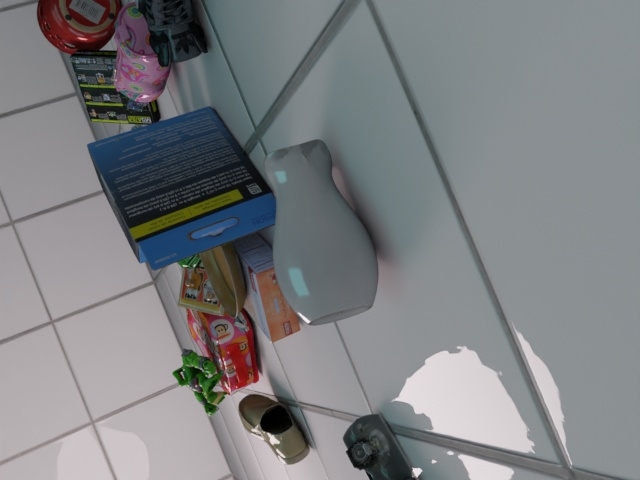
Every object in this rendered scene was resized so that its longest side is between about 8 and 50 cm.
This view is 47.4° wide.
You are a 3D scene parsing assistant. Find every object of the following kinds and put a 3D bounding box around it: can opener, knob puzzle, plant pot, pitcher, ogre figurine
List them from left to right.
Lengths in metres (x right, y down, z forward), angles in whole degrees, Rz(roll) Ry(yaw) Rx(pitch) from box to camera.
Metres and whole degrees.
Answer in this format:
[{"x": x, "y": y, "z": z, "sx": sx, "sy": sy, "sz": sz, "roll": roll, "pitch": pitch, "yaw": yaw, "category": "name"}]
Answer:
[{"x": -0.588, "y": -0.566, "z": 1.796, "sx": 0.174, "sy": 0.191, "sz": 0.191, "roll": 4, "pitch": 115, "yaw": 60, "category": "plant pot"}, {"x": -0.298, "y": 0.340, "z": 1.800, "sx": 0.118, "sy": 0.097, "sz": 0.197, "roll": 37, "pitch": 161, "yaw": 27, "category": "ogre figurine"}, {"x": -0.276, "y": 0.071, "z": 1.720, "sx": 0.213, "sy": 0.030, "sz": 0.213, "roll": -10, "pitch": 75, "yaw": 42, "category": "knob puzzle"}, {"x": -0.193, "y": 0.033, "z": 1.392, "sx": 0.236, "sy": 0.032, "sz": 0.236, "roll": 54, "pitch": 157, "yaw": 37, "category": "plant pot"}, {"x": 0.000, "y": 0.000, "z": 0.924, "sx": 0.178, "sy": 0.125, "sz": 0.207, "roll": 58, "pitch": -164, "yaw": -75, "category": "pitcher"}, {"x": 0.129, "y": 0.388, "z": 1.082, "sx": 0.283, "sy": 0.076, "sz": 0.095, "roll": 58, "pitch": -169, "yaw": 26, "category": "can opener"}]

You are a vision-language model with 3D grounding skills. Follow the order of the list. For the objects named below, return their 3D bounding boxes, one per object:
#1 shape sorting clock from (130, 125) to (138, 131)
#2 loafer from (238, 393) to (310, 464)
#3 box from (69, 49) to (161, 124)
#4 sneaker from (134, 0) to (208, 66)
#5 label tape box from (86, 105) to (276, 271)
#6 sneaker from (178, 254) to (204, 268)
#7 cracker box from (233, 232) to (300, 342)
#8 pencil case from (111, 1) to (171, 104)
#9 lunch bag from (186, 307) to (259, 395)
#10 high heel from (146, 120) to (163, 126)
[{"x": -0.538, "y": -0.248, "z": 2.227, "sx": 0.206, "sy": 0.040, "sz": 0.206, "roll": 54, "pitch": 157, "yaw": 35, "category": "shape sorting clock"}, {"x": -0.115, "y": 0.427, "z": 1.738, "sx": 0.268, "sy": 0.102, "sz": 0.092, "roll": 25, "pitch": 133, "yaw": 51, "category": "loafer"}, {"x": -0.509, "y": -0.380, "z": 1.813, "sx": 0.045, "sy": 0.190, "sz": 0.184, "roll": -66, "pitch": -25, "yaw": -46, "category": "box"}, {"x": -0.235, "y": -0.370, "z": 1.169, "sx": 0.268, "sy": 0.101, "sz": 0.153, "roll": -173, "pitch": 61, "yaw": -76, "category": "sneaker"}, {"x": -0.228, "y": -0.070, "z": 1.252, "sx": 0.334, "sy": 0.240, "sz": 0.106, "roll": 54, "pitch": 157, "yaw": 36, "category": "label tape box"}, {"x": -0.275, "y": -0.077, "z": 1.527, "sx": 0.134, "sy": 0.146, "sz": 0.344, "roll": 44, "pitch": 149, "yaw": 51, "category": "sneaker"}, {"x": -0.124, "y": 0.069, "z": 1.395, "sx": 0.232, "sy": 0.067, "sz": 0.156, "roll": 43, "pitch": 149, "yaw": 54, "category": "cracker box"}, {"x": -0.364, "y": -0.374, "z": 1.483, "sx": 0.124, "sy": 0.124, "sz": 0.284, "roll": 68, "pitch": 161, "yaw": 1, "category": "pencil case"}, {"x": -0.243, "y": 0.248, "z": 1.842, "sx": 0.258, "sy": 0.120, "sz": 0.293, "roll": 52, "pitch": 155, "yaw": 39, "category": "lunch bag"}, {"x": -0.319, "y": -0.152, "z": 1.607, "sx": 0.082, "sy": 0.117, "sz": 0.244, "roll": 47, "pitch": 152, "yaw": 47, "category": "high heel"}]
